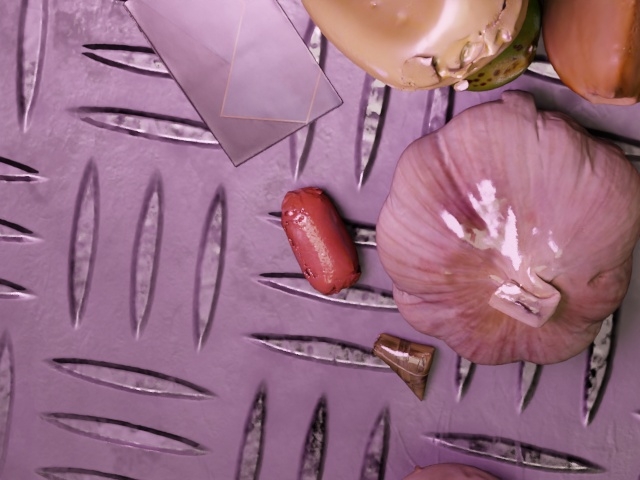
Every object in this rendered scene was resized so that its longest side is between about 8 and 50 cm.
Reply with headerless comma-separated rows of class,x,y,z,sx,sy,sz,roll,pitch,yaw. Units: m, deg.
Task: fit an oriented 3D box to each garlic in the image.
garlic,0.211,-0.002,1.819,0.322,0.241,0.321,2,95,24
garlic,0.347,-0.309,1.694,0.151,0.196,0.338,13,106,-11

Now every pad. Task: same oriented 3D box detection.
pad,-0.103,-0.222,1.894,0.164,0.004,0.243,-30,102,18

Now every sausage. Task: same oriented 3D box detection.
sausage,0.000,0.000,1.922,0.076,0.076,0.141,-23,102,16

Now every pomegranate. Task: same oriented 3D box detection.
pomegranate,0.163,-0.240,1.780,0.169,0.122,0.143,23,126,-3

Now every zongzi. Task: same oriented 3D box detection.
zongzi,0.099,0.158,1.989,0.076,0.040,0.083,17,129,10

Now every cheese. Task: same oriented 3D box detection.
cheese,0.105,-0.290,1.698,0.128,0.316,0.259,21,122,-44

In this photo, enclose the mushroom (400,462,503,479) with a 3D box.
mushroom,0.131,0.428,1.992,0.290,0.292,0.292,-14,110,48
